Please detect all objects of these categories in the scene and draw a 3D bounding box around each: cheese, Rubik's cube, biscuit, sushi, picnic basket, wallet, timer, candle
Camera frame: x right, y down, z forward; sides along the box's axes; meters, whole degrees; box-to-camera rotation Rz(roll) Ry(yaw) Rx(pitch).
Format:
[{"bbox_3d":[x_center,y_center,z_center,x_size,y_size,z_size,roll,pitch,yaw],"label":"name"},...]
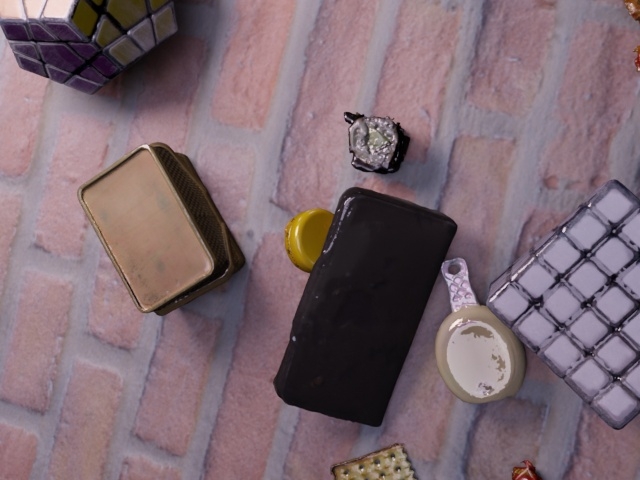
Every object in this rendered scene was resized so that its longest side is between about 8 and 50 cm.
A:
[{"bbox_3d":[0.236,0.138,1.128,0.137,0.064,0.228,-16,85,12],"label":"cheese"},{"bbox_3d":[-0.381,-0.402,1.177,0.264,0.319,0.319,-13,86,-12],"label":"Rubik's cube"},{"bbox_3d":[0.110,0.442,1.180,0.144,0.016,0.203,-25,83,13],"label":"biscuit"},{"bbox_3d":[0.086,-0.154,1.156,0.098,0.084,0.094,12,96,18],"label":"sushi"},{"bbox_3d":[0.391,0.081,1.000,0.238,0.237,0.237,-45,81,10],"label":"Rubik's cube"},{"bbox_3d":[-0.260,-0.018,1.210,0.165,0.139,0.267,-32,82,12],"label":"picnic basket"},{"bbox_3d":[0.063,0.113,1.137,0.197,0.051,0.378,17,101,-10],"label":"wallet"},{"bbox_3d":[0.000,0.000,1.162,0.109,0.107,0.107,-11,86,54],"label":"timer"},{"bbox_3d":[0.319,0.403,1.112,0.052,0.052,0.131,-3,88,14],"label":"candle"}]

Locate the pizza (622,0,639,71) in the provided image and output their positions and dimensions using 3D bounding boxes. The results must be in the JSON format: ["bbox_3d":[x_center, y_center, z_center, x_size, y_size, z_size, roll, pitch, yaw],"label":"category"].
[{"bbox_3d":[0.543,-0.307,1.052,0.189,0.071,0.297,-24,84,13],"label":"pizza"}]
